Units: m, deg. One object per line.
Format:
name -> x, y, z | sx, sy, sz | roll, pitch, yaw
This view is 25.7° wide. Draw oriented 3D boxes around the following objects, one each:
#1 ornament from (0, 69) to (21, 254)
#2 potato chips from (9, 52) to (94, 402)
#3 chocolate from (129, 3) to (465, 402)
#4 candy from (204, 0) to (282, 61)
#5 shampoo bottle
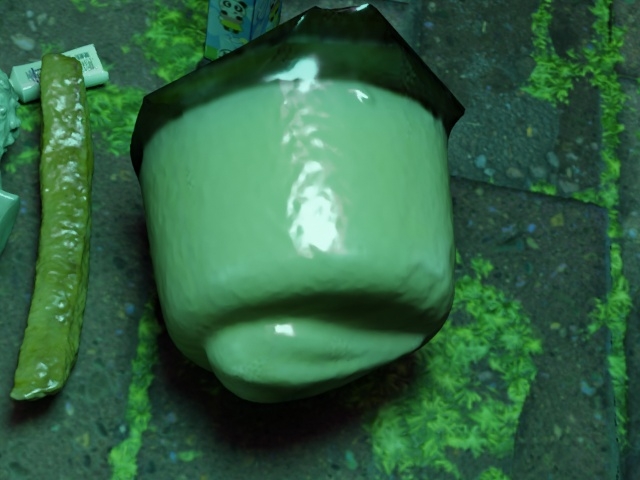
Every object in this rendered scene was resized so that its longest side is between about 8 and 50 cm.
ornament -> -0.361, -0.064, 1.417 | 0.130, 0.120, 0.285 | -4, 61, -16
potato chips -> -0.265, -0.011, 1.432 | 0.057, 0.080, 0.407 | -4, 60, 4
chocolate -> 0.000, 0.000, 1.343 | 0.326, 0.314, 0.297 | -27, 61, 15
candy -> -0.081, -0.285, 1.569 | 0.062, 0.194, 0.097 | 23, 58, 7
shampoo bottle -> -0.308, -0.179, 1.550 | 0.141, 0.034, 0.049 | -18, 71, -21
